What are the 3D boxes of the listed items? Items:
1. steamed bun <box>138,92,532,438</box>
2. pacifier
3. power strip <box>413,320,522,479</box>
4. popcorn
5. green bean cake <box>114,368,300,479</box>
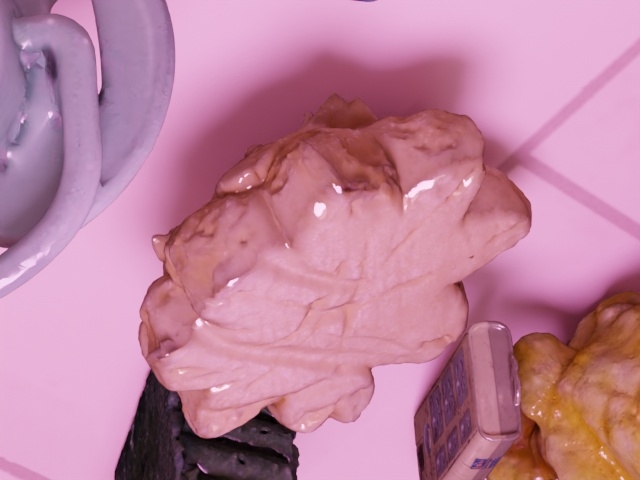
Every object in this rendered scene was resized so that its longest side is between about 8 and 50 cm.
[{"bbox_3d":[0.000,0.000,1.376,0.292,0.137,0.295,-26,146,-6],"label":"steamed bun"},{"bbox_3d":[-0.242,-0.062,1.270,0.343,0.288,0.269,-11,158,11],"label":"pacifier"},{"bbox_3d":[0.107,0.145,1.512,0.034,0.092,0.268,-2,159,-9],"label":"power strip"},{"bbox_3d":[0.265,0.144,1.482,0.242,0.235,0.250,3,147,-30],"label":"popcorn"},{"bbox_3d":[-0.094,0.204,1.534,0.107,0.193,0.208,10,132,-20],"label":"green bean cake"}]
